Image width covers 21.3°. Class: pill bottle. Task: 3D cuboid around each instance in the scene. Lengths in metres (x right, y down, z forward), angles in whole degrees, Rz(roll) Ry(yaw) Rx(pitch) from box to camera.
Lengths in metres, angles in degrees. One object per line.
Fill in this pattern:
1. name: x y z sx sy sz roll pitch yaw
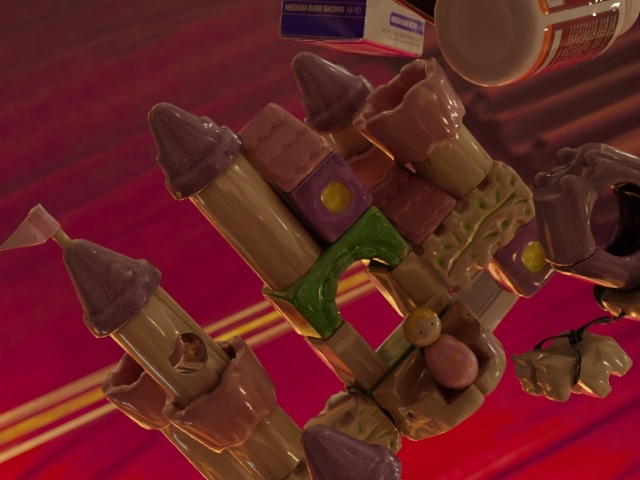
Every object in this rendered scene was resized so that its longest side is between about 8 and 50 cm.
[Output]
1. pill bottle: 0.154 -0.159 1.170 0.086 0.152 0.086 15 -67 39

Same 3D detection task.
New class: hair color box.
1. hair color box: 0.050 -0.378 1.854 0.110 0.185 0.339 4 -88 23

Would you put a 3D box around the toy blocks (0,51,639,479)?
1. toy blocks: 0.000 0.000 1.022 0.260 0.288 0.309 50 -16 -19

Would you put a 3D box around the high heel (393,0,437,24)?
1. high heel: 0.006 -0.327 1.510 0.127 0.377 0.181 -44 -136 25

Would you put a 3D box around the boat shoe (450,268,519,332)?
1. boat shoe: 0.141 0.035 1.451 0.063 0.184 0.066 37 -4 8
